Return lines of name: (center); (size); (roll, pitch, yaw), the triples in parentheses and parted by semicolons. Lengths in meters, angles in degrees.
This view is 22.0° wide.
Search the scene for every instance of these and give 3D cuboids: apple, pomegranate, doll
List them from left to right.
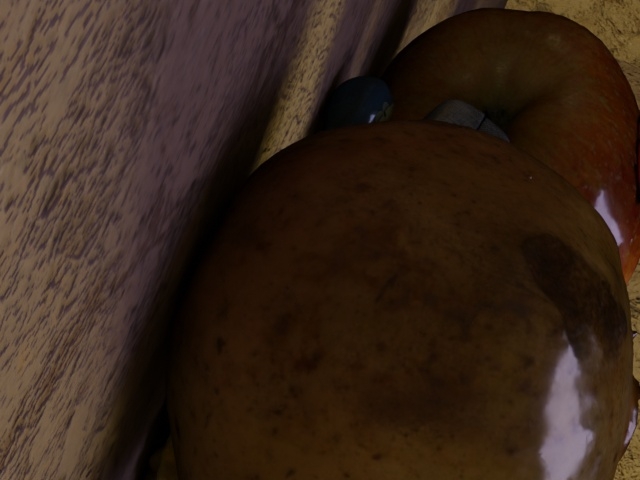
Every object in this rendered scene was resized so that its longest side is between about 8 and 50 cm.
doll: (0.023, -0.076, 1.173); (0.076, 0.050, 0.083); (-59, 172, -38)
pomegranate: (0.045, 0.075, 0.903); (0.281, 0.281, 0.281); (23, 90, -86)
apple: (0.152, -0.062, 1.422); (0.309, 0.278, 0.250); (-100, -170, -49)

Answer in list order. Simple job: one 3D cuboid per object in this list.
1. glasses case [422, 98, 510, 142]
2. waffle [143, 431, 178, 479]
glasses case: (0.033, 0.023, 1.254); (0.131, 0.074, 0.323); (-56, -177, -40)
waffle: (-0.067, 0.138, 1.122); (0.262, 0.060, 0.280); (-66, 172, 14)
